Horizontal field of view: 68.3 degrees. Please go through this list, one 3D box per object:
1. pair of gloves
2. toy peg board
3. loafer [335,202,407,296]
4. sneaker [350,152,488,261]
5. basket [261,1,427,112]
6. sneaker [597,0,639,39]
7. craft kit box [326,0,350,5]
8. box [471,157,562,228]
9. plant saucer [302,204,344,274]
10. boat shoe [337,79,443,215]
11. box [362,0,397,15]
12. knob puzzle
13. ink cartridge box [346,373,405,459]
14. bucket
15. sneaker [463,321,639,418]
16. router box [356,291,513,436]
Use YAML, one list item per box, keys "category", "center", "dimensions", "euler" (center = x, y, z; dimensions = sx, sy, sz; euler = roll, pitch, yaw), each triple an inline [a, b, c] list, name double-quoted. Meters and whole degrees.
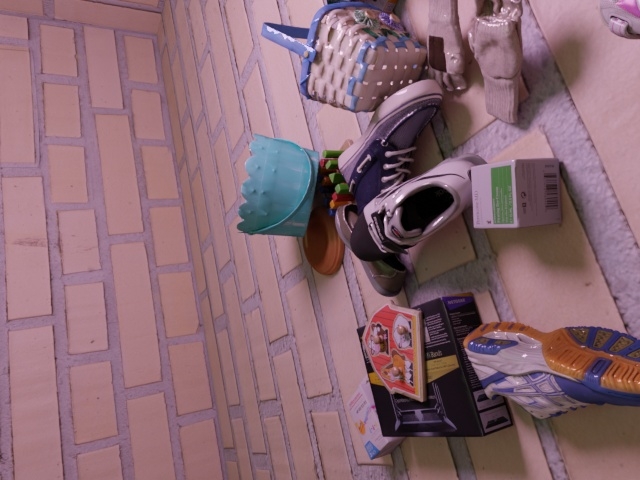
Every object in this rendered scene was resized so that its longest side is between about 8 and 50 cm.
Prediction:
- category: "pair of gloves"
  center: [0.241, -0.315, 0.770]
  dimensions: [0.240, 0.042, 0.204]
  euler: [56, 167, 44]
- category: "toy peg board"
  center: [0.037, -0.146, 1.199]
  dimensions: [0.160, 0.079, 0.161]
  euler: [-51, 50, 50]
- category: "loafer"
  center: [0.122, 0.004, 1.068]
  dimensions: [0.251, 0.094, 0.087]
  euler: [58, 138, 24]
- category: "sneaker"
  center: [0.146, -0.040, 0.873]
  dimensions: [0.122, 0.146, 0.330]
  euler: [53, 134, 2]
- category: "basket"
  center: [0.055, -0.384, 0.974]
  dimensions: [0.289, 0.255, 0.201]
  euler: [35, 127, 31]
- category: "sneaker"
  center: [0.396, -0.272, 0.540]
  dimensions: [0.111, 0.103, 0.252]
  euler: [126, 138, -54]
- category: "craft kit box"
  center: [0.055, -0.637, 1.012]
  dimensions: [0.250, 0.061, 0.246]
  euler: [-86, 2, -68]
- category: "box"
  center: [0.299, -0.071, 0.722]
  dimensions: [0.087, 0.102, 0.101]
  euler: [1, 96, 62]
- category: "plant saucer"
  center: [0.000, 0.000, 1.327]
  dimensions: [0.200, 0.037, 0.199]
  euler: [15, 107, 59]
- category: "boat shoe"
  center: [0.155, -0.168, 0.964]
  dimensions: [0.340, 0.127, 0.158]
  euler: [-43, 63, 64]
- category: "box"
  center: [0.142, -0.541, 1.013]
  dimensions: [0.136, 0.028, 0.081]
  euler: [-52, 50, 47]
- category: "knob puzzle"
  center: [0.136, 0.217, 0.956]
  dimensions: [0.213, 0.030, 0.213]
  euler: [12, 104, 60]
- category: "ink cartridge box"
  center: [0.124, 0.414, 1.137]
  dimensions: [0.181, 0.062, 0.104]
  euler: [62, 143, 36]
- category: "bucket"
  center: [-0.114, -0.140, 1.276]
  dimensions: [0.281, 0.183, 0.281]
  euler: [-171, 90, -83]
- category: "sneaker"
  center: [0.353, 0.200, 0.689]
  dimensions: [0.296, 0.112, 0.130]
  euler: [-3, 109, 62]
- category: "router box"
  center: [0.207, 0.261, 0.949]
  dimensions: [0.309, 0.081, 0.242]
  euler: [-37, 61, 56]
